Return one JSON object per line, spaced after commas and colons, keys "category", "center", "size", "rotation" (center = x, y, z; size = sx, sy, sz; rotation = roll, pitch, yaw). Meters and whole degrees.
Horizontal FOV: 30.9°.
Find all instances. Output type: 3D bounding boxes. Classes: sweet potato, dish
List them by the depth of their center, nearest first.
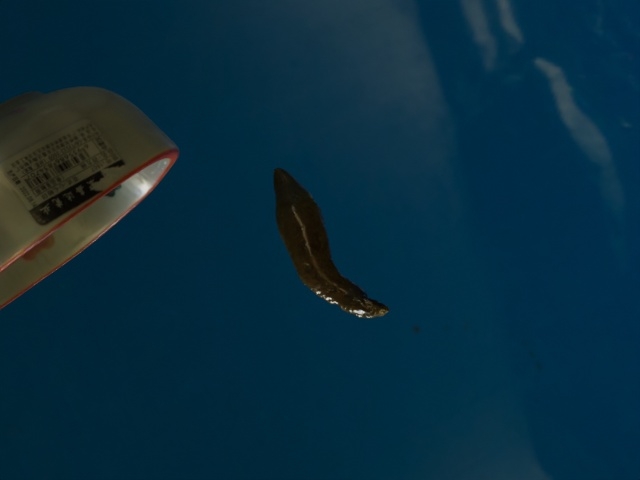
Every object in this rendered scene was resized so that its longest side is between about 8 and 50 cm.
{"category": "sweet potato", "center": [-0.004, 0.005, 0.869], "size": [0.041, 0.153, 0.038], "rotation": [-40, -28, 14]}
{"category": "dish", "center": [-0.249, -0.040, 0.966], "size": [0.256, 0.256, 0.117], "rotation": [-39, -90, -23]}
